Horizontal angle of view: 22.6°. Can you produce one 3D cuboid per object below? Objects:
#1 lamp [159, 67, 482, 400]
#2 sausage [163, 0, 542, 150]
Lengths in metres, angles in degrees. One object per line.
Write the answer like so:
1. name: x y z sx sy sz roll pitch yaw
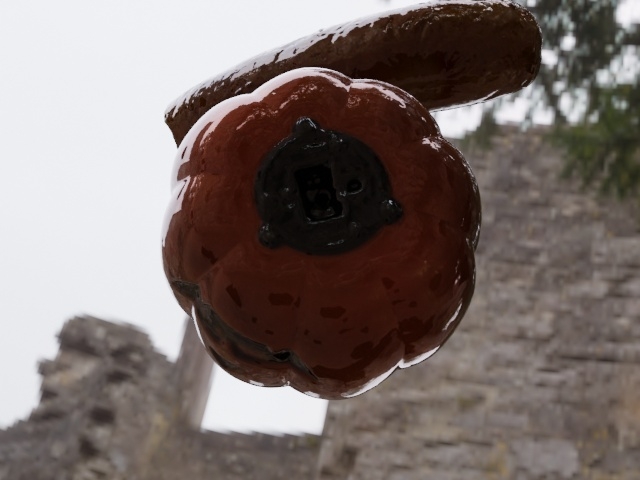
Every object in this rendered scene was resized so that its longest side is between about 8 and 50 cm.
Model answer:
1. lamp: 0.000 0.000 0.923 0.187 0.188 0.164 12 -20 1
2. sausage: 0.012 -0.112 1.163 0.302 0.076 0.103 -15 -13 27
